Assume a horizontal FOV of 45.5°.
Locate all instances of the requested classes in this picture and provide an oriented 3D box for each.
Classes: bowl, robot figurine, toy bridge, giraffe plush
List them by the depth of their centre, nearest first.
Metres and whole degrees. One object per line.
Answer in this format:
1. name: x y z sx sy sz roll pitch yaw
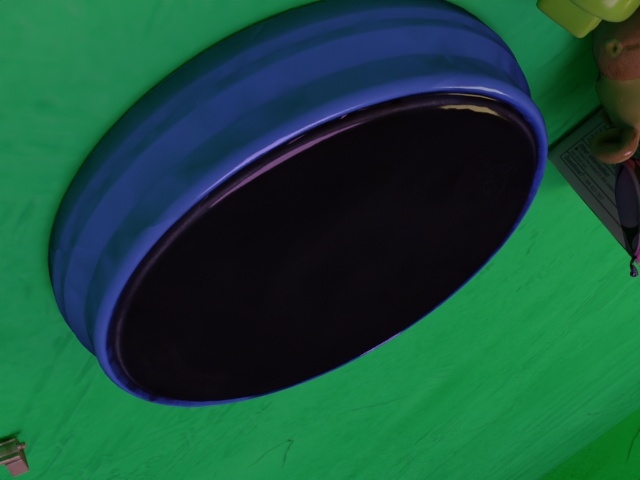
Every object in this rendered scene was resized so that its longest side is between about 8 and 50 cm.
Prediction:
1. robot figurine: 0.187 -0.185 0.475 0.101 0.067 0.115 -36 164 -50
2. giraffe plush: 0.280 -0.141 0.562 0.181 0.210 0.171 -20 -175 -42
3. bowl: 0.000 0.000 0.585 0.391 0.077 0.391 -22 150 -14
4. toy bridge: -0.346 0.211 0.649 0.188 0.026 0.063 -21 148 -18

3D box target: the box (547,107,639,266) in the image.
1. box: 0.383 -0.115 0.688 0.311 0.148 0.121 -40 150 19

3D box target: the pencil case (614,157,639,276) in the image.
1. pencil case: 0.337 -0.028 0.578 0.210 0.095 0.098 -6 -178 12
